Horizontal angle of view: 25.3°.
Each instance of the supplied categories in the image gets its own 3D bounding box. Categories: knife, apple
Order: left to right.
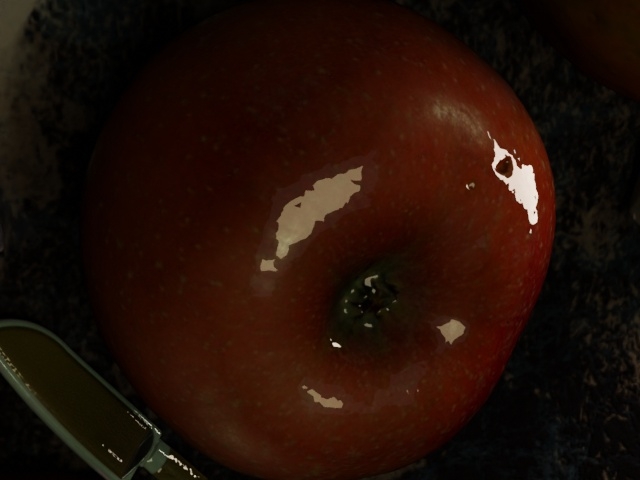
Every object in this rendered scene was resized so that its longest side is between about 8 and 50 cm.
[{"bbox_3d":[-0.148,0.166,1.126,0.343,0.027,0.061,49,54,-30],"label":"knife"},{"bbox_3d":[0.000,0.000,0.992,0.348,0.277,0.348,-8,112,-21],"label":"apple"}]

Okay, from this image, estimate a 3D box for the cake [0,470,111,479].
[{"bbox_3d":[-0.246,0.225,1.077,0.287,0.135,0.098,10,91,-36],"label":"cake"}]

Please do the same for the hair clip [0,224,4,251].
[{"bbox_3d":[-0.346,0.006,0.948,0.278,0.137,0.090,-19,160,-24],"label":"hair clip"}]

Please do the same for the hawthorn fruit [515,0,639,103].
[{"bbox_3d":[0.263,-0.216,1.003,0.268,0.301,0.267,-14,140,-12],"label":"hawthorn fruit"}]

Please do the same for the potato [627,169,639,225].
[{"bbox_3d":[0.401,-0.082,1.181,0.189,0.211,0.264,7,103,-24],"label":"potato"}]
